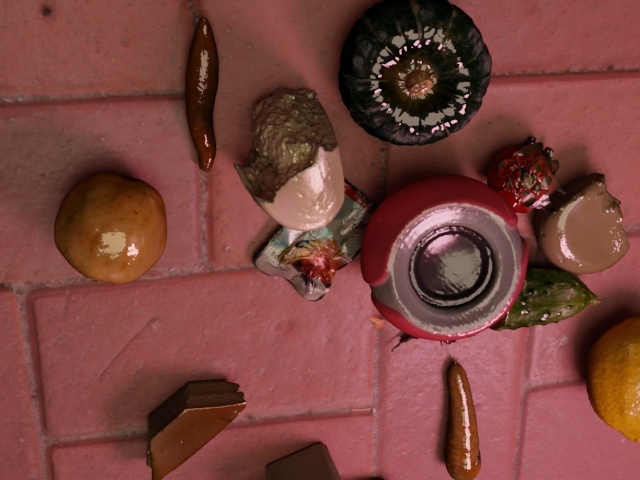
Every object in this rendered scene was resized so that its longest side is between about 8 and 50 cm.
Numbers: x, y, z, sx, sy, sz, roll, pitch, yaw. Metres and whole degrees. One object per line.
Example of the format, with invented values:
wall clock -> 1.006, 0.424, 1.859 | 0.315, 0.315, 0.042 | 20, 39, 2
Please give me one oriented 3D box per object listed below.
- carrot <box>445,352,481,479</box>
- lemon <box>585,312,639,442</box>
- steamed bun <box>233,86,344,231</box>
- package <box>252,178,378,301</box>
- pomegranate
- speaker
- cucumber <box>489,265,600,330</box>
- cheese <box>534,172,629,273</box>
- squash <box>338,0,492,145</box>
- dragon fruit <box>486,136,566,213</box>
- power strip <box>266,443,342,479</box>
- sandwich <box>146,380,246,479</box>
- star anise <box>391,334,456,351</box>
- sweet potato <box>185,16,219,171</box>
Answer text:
carrot -> 0.290, 0.363, 1.796 | 0.078, 0.078, 0.298 | -10, 110, -8
lemon -> 0.640, 0.277, 1.760 | 0.204, 0.204, 0.260 | 1, 94, -13
steamed bun -> -0.054, -0.128, 1.419 | 0.170, 0.225, 0.200 | -9, 116, -9
package -> 0.000, 0.000, 1.590 | 0.166, 0.040, 0.232 | 39, 98, -23
pomegranate -> -0.349, -0.012, 1.437 | 0.196, 0.196, 0.196 | -5, 113, -11
speaker -> 0.212, 0.023, 1.521 | 0.294, 0.294, 0.295 | -5, 113, -11
cucumber -> 0.432, 0.110, 1.689 | 0.244, 0.134, 0.134 | 2, 112, -16
cheese -> 0.506, -0.019, 1.667 | 0.175, 0.091, 0.202 | -40, 117, 5
squash -> 0.152, -0.280, 1.434 | 0.252, 0.165, 0.252 | -4, 113, -8
dragon fruit -> 0.370, -0.115, 1.583 | 0.142, 0.121, 0.130 | 3, 121, -40
power strip -> -0.009, 0.533, 1.710 | 0.139, 0.224, 0.140 | -22, 116, -3
sandwich -> -0.260, 0.348, 1.648 | 0.258, 0.094, 0.096 | -41, 116, 8
star anise -> 0.221, 0.157, 1.704 | 0.140, 0.144, 0.158 | -54, 132, -38
sweet potato -> -0.197, -0.237, 1.437 | 0.057, 0.057, 0.265 | 0, 117, -13
